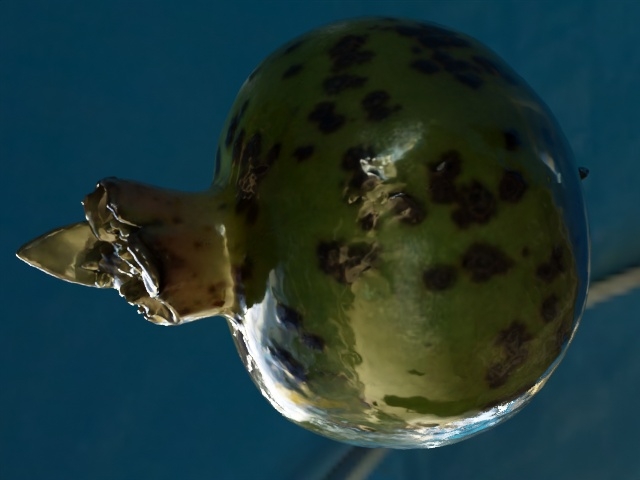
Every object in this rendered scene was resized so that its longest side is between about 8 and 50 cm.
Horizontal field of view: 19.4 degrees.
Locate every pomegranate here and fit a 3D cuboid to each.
[{"bbox_3d":[0.000,0.000,0.509,0.161,0.122,0.122,-4,-34,-13],"label":"pomegranate"}]
